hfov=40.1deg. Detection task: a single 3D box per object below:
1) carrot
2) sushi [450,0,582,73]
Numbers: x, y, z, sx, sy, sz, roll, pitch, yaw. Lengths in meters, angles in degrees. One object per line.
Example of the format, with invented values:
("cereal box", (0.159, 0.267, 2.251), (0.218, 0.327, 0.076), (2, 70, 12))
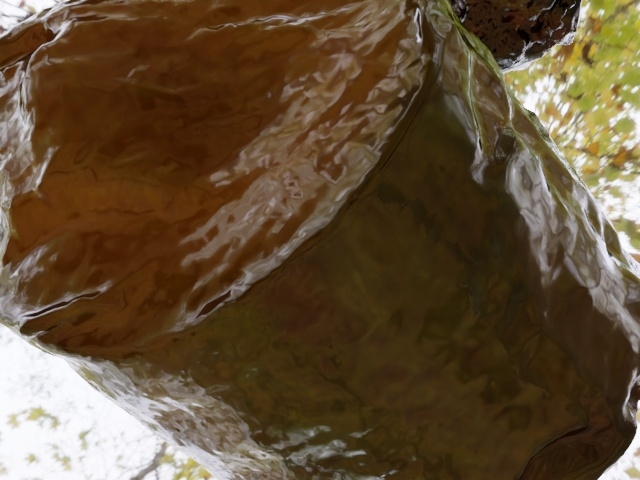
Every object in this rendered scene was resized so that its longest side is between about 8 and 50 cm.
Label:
("carrot", (0.000, 0.000, 0.430), (0.241, 0.241, 0.340), (-43, -67, 10))
("sushi", (0.182, -0.249, 0.886), (0.172, 0.153, 0.150), (23, -80, -12))
